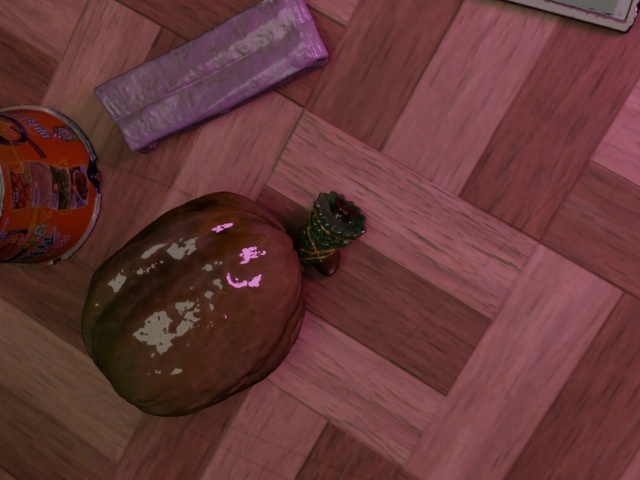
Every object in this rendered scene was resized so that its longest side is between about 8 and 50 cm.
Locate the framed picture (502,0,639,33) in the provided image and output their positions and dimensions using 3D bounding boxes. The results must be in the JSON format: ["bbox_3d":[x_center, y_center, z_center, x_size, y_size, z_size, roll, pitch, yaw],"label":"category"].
[{"bbox_3d":[0.299,-0.386,1.012,0.192,0.018,0.265,18,100,12],"label":"framed picture"}]

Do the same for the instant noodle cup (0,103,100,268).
[{"bbox_3d":[-0.428,-0.068,1.159,0.230,0.182,0.230,1,95,16],"label":"instant noodle cup"}]

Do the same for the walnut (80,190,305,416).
[{"bbox_3d":[-0.144,0.081,1.073,0.283,0.227,0.283,-10,121,-17],"label":"walnut"}]

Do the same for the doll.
[{"bbox_3d":[0.000,0.001,1.101,0.078,0.076,0.113,39,105,0],"label":"doll"}]

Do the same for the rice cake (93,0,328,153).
[{"bbox_3d":[-0.137,-0.207,1.133,0.298,0.050,0.106,-24,88,16],"label":"rice cake"}]
